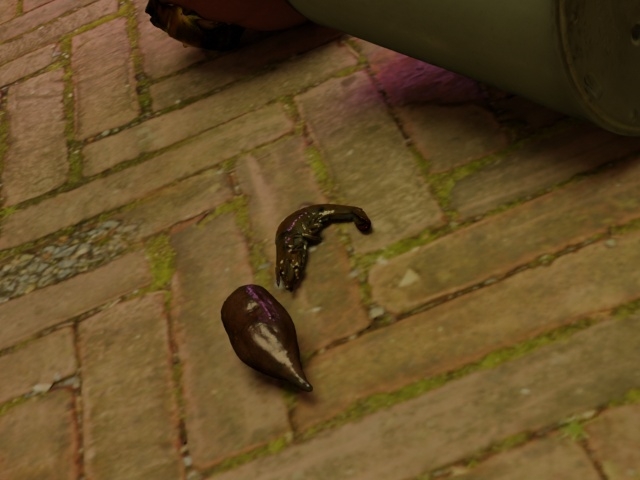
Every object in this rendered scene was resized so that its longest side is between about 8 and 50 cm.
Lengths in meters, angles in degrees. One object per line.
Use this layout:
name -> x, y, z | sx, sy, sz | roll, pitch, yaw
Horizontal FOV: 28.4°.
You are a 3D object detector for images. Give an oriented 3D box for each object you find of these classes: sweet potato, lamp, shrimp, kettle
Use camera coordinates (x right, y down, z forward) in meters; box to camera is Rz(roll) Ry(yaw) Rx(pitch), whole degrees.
sweet potato -> -0.033, 0.074, 0.897 | 0.049, 0.049, 0.117 | -32, 39, -10
lamp -> -0.102, -0.329, 1.354 | 0.305, 0.305, 0.240 | -110, 41, -58
shrimp -> 0.000, 0.000, 1.006 | 0.083, 0.023, 0.114 | -12, 30, 16
kettle -> 0.180, -0.275, 1.054 | 0.361, 0.250, 0.376 | -32, 36, -26
